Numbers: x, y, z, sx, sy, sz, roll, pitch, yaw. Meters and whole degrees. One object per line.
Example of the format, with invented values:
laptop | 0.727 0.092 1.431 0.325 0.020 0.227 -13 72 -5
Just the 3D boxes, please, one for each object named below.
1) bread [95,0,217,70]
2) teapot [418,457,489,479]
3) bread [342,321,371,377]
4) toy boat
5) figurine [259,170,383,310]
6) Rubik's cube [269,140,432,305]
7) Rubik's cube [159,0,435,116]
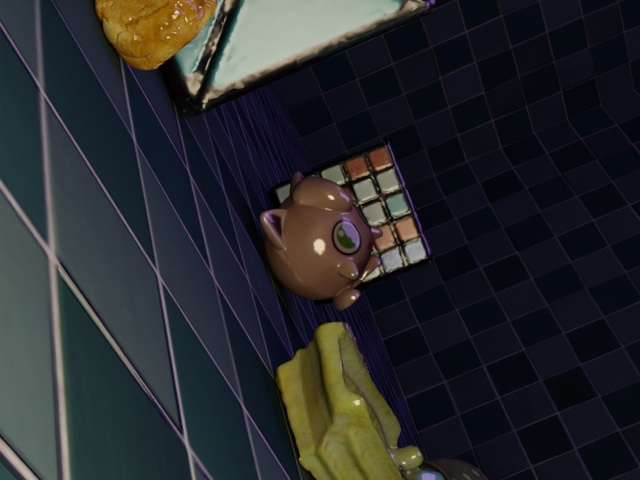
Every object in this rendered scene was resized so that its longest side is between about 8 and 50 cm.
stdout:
bread | -0.114 -0.158 0.760 0.081 0.083 0.046 19 -13 31
teapot | 0.099 0.268 1.104 0.165 0.130 0.119 28 -7 38
bread | 0.054 0.190 1.598 0.068 0.028 0.154 50 18 -80
toy boat | 0.037 0.177 0.904 0.276 0.084 0.111 57 11 -48
figurine | 0.000 0.000 1.163 0.138 0.125 0.125 53 5 -9
Rubik's cube | 0.050 -0.021 1.609 0.182 0.184 0.187 28 38 -85
Rubik's cube | -0.056 -0.277 1.037 0.250 0.248 0.246 -99 165 -81
